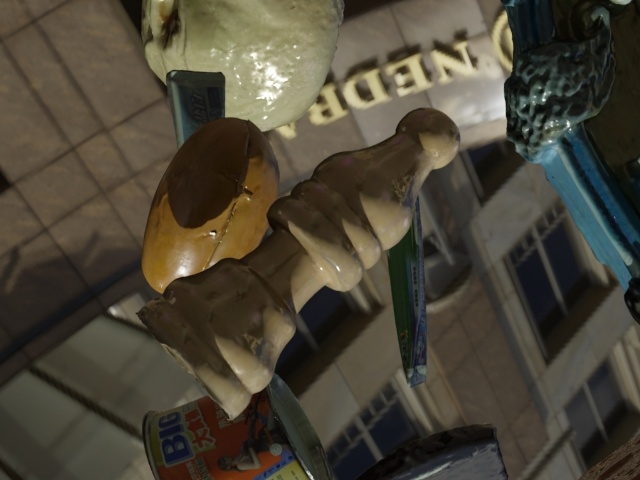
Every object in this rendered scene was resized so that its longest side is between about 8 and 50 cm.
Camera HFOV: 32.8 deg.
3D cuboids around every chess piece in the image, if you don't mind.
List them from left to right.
[{"bbox_3d":[0.000,0.000,0.893,0.307,0.139,0.124,-43,-104,-11],"label":"chess piece"}]

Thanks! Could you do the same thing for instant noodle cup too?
[{"bbox_3d":[-0.123,0.355,1.758,0.214,0.296,0.296,-30,-145,6],"label":"instant noodle cup"}]

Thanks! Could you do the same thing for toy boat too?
[{"bbox_3d":[0.159,-0.063,0.518,0.109,0.238,0.098,-22,168,-25],"label":"toy boat"}]

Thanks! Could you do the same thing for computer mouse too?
[{"bbox_3d":[0.093,0.249,1.008,0.168,0.295,0.087,-22,-132,-7],"label":"computer mouse"}]

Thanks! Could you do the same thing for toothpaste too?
[{"bbox_3d":[-0.140,-0.074,1.320,0.069,0.269,0.047,-5,175,2],"label":"toothpaste"},{"bbox_3d":[0.142,0.043,1.789,0.061,0.392,0.098,-7,177,22],"label":"toothpaste"}]

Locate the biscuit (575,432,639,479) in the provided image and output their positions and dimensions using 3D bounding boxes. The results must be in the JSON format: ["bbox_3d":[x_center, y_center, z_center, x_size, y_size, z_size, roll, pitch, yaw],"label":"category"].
[{"bbox_3d":[0.341,0.301,1.269,0.455,0.078,0.349,-43,170,27],"label":"biscuit"}]

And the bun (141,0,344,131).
[{"bbox_3d":[-0.146,-0.332,1.569,0.202,0.364,0.364,-9,-160,-39],"label":"bun"}]

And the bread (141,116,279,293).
[{"bbox_3d":[-0.099,-0.022,1.004,0.077,0.114,0.189,37,-70,45],"label":"bread"}]
